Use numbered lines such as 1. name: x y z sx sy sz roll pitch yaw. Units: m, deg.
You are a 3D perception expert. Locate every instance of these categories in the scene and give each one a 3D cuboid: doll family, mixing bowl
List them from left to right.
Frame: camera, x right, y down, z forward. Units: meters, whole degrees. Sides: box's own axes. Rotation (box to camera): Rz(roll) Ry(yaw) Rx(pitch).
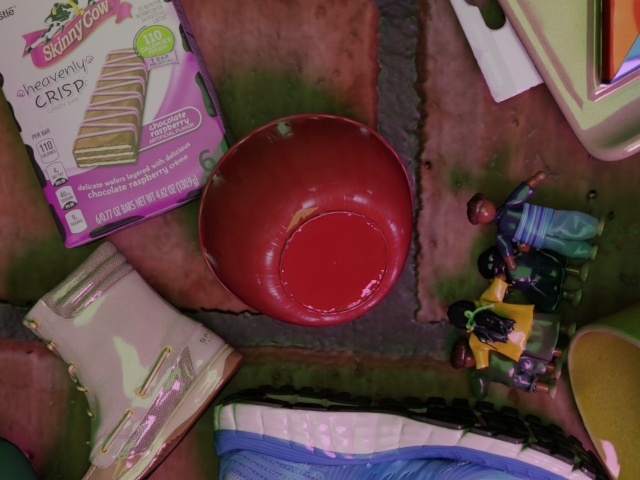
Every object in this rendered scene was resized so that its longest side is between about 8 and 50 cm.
1. mixing bowl: 0.000 0.000 1.108 0.181 0.098 0.181 -6 115 -12
2. doll family: 0.159 0.040 1.154 0.111 0.076 0.193 15 87 6

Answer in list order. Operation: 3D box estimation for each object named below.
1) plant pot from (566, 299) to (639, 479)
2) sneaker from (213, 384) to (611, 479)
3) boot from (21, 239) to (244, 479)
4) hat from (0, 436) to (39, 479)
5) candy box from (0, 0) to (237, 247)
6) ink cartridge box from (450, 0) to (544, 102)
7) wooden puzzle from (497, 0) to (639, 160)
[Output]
1. plant pot: 0.390 0.107 1.068 0.293 0.275 0.275 -31 90 -13
2. sneaker: 0.074 0.206 1.140 0.330 0.130 0.147 5 95 10
3. boot: -0.189 0.125 1.165 0.165 0.077 0.213 41 96 3
4. hat: -0.253 0.179 1.158 0.208 0.173 0.183 42 59 -33
5. candy box: -0.175 -0.130 1.158 0.159 0.071 0.233 -22 90 3
6. ink cartridge box: 0.215 -0.244 1.155 0.232 0.066 0.189 -24 91 11
7. wooden puzzle: 0.270 -0.282 1.080 0.322 0.080 0.348 -30 90 7
